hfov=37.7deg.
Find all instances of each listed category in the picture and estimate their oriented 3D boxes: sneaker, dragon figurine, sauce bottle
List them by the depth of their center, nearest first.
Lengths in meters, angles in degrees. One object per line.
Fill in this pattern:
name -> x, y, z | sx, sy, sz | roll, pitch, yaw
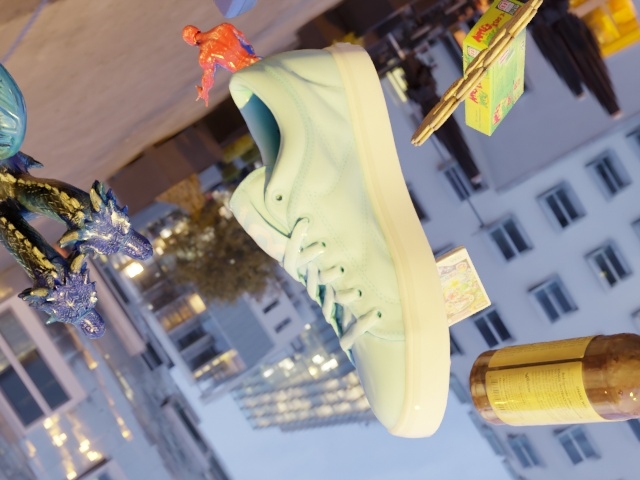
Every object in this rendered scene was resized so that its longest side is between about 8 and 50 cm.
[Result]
dragon figurine -> -0.214, -0.065, 0.515 | 0.085, 0.289, 0.144 | -48, -161, -20
sneaker -> 0.000, 0.000, 0.808 | 0.150, 0.366, 0.135 | -8, 155, -14
sauce bottle -> 0.347, 0.174, 1.172 | 0.344, 0.111, 0.111 | -14, -163, 49

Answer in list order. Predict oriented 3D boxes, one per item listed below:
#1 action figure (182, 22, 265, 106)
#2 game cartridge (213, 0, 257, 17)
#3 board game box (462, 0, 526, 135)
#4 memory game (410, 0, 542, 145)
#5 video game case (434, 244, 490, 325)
action figure -> -0.090, -0.234, 1.426 | 0.091, 0.280, 0.139 | -57, 176, -21
game cartridge -> -0.088, -0.415, 0.968 | 0.068, 0.230, 0.355 | -24, 170, -30
board game box -> 0.238, -0.235, 1.278 | 0.092, 0.043, 0.181 | -51, 155, -18
memory game -> 0.148, -0.163, 0.911 | 0.186, 0.012, 0.186 | -50, -177, 4
video game case -> 0.167, 0.065, 1.225 | 0.087, 0.122, 0.011 | -28, -137, 5
